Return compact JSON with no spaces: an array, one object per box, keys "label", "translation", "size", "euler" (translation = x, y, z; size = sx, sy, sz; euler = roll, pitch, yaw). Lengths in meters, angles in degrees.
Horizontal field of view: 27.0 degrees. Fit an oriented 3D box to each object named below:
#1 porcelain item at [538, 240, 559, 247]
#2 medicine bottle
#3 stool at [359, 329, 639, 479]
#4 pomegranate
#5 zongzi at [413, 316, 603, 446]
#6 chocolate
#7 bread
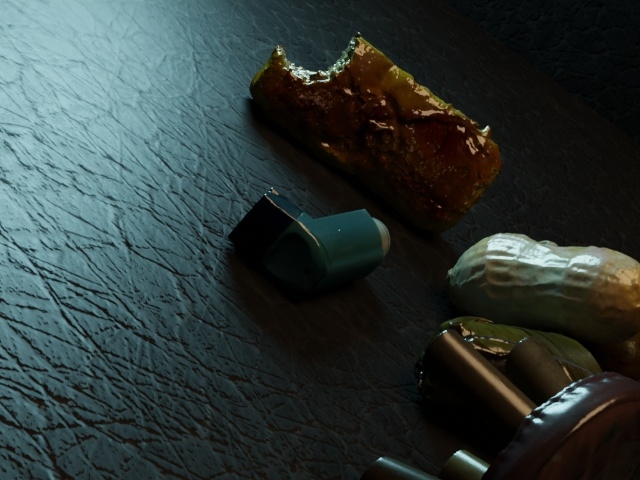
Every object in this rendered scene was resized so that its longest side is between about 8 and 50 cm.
[{"label":"porcelain item","translation":[0.411,0.072,2.195],"size":[0.084,0.054,0.213],"euler":[26,25,-37]},{"label":"medicine bottle","translation":[0.000,0.000,1.621],"size":[0.124,0.079,0.258],"euler":[46,22,16]},{"label":"stool","translation":[0.188,0.215,1.296],"size":[0.178,0.272,0.272],"euler":[37,16,35]},{"label":"pomegranate","translation":[0.374,0.114,1.882],"size":[0.246,0.198,0.198],"euler":[29,21,6]},{"label":"zongzi","translation":[0.275,0.226,1.562],"size":[0.286,0.138,0.300],"euler":[12,35,-46]},{"label":"chocolate","translation":[0.299,0.061,1.767],"size":[0.309,0.134,0.134],"euler":[4,-8,43]},{"label":"bread","translation":[0.085,-0.174,1.959],"size":[0.380,0.185,0.109],"euler":[34,16,-13]}]
